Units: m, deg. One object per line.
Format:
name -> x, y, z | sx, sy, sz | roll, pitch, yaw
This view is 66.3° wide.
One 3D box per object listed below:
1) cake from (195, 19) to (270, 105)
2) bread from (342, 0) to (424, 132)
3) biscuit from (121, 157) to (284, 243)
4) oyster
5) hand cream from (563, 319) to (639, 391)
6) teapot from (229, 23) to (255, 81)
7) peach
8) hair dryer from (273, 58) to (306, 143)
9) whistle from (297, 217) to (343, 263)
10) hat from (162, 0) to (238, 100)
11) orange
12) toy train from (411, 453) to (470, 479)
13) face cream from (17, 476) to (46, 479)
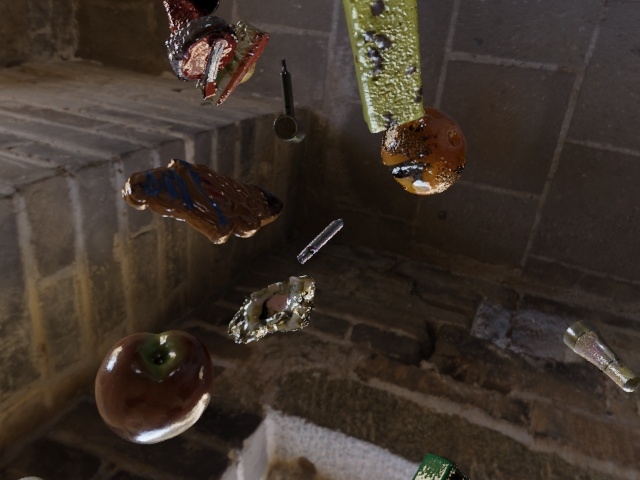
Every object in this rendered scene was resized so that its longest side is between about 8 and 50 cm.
cake -> -0.220, -0.464, 1.268 | 0.086, 0.117, 0.220 | 38, 116, -5
bread -> 0.136, -0.391, 1.016 | 0.138, 0.077, 0.361 | -16, 143, 4
biscuit -> -0.151, -0.061, 0.710 | 0.183, 0.280, 0.043 | 49, 122, 29
oyster -> -0.152, 0.236, 1.634 | 0.354, 0.201, 0.107 | -18, 145, 20
hand cream -> 0.683, 0.284, 1.187 | 0.083, 0.203, 0.084 | -6, 120, -10
teapot -> -0.297, -0.652, 1.653 | 0.167, 0.311, 0.203 | -40, 85, 17
peach -> -0.360, 0.321, 1.077 | 0.252, 0.252, 0.253 | 11, 117, 23
hair dryer -> -0.095, -0.432, 1.528 | 0.077, 0.195, 0.249 | -2, 99, 8
whistle -> 0.000, 0.000, 1.433 | 0.176, 0.033, 0.033 | -44, 88, 6
hat -> -0.242, -0.387, 0.873 | 0.228, 0.128, 0.140 | 56, 168, 9
orange -> 0.273, -0.235, 1.271 | 0.235, 0.234, 0.182 | 57, 147, -5
toy train -> 0.216, 0.459, 0.829 | 0.227, 0.136, 0.091 | 43, 157, -18
face cream -> -0.353, 0.400, 0.678 | 0.311, 0.092, 0.092 | -9, 108, 39
